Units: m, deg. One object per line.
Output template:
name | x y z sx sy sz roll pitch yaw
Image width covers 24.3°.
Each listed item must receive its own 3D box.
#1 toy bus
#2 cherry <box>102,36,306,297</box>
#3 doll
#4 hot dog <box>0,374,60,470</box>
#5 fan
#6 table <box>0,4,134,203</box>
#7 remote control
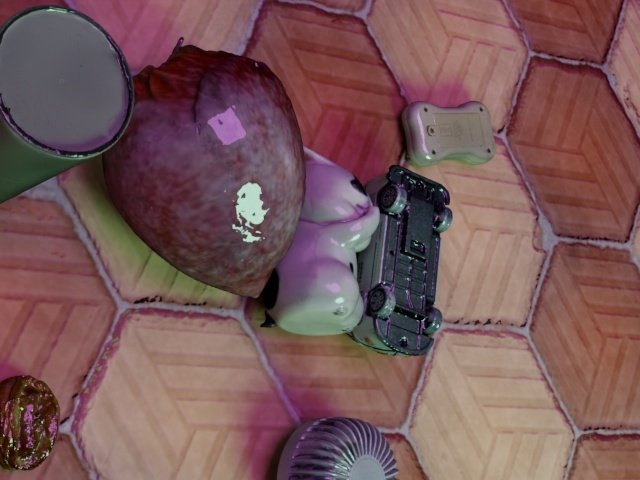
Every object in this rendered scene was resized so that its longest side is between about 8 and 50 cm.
toy bus | 0.074 0.027 1.528 0.087 0.089 0.193 21 66 -34
cherry | -0.098 -0.060 1.375 0.192 0.175 0.249 -48 124 -63
doll | 0.002 0.007 1.468 0.107 0.110 0.180 8 68 12
hot dog | -0.255 0.156 1.276 0.058 0.035 0.083 12 71 -38
fan | 0.022 0.293 1.433 0.130 0.074 0.244 3 81 -48
table | -0.261 -0.100 1.223 0.126 0.220 0.126 11 71 -35
remote control | 0.143 -0.119 1.658 0.122 0.032 0.074 -3 80 -37
